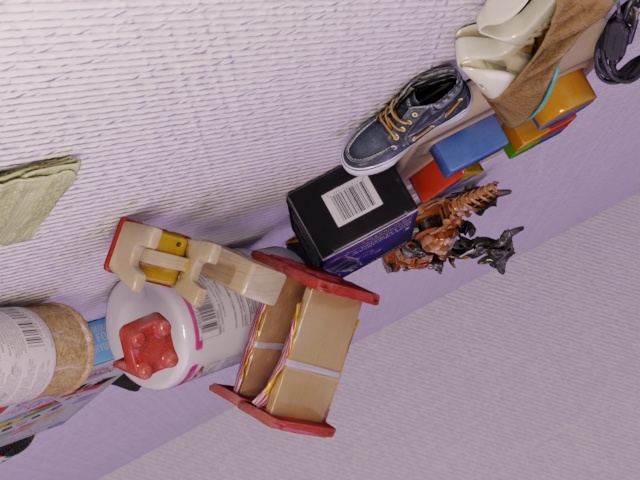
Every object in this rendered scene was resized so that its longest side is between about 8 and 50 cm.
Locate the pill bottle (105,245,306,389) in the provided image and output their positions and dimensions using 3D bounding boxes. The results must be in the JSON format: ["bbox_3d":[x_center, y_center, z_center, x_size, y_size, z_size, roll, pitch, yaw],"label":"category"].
[{"bbox_3d":[-0.144,0.098,1.831,0.283,0.160,0.160,-15,162,-49],"label":"pill bottle"}]

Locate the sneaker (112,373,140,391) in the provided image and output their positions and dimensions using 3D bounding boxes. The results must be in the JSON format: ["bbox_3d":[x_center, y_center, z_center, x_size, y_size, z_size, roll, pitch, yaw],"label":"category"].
[{"bbox_3d":[-0.281,0.204,2.095,0.170,0.051,0.089,14,131,-4],"label":"sneaker"}]

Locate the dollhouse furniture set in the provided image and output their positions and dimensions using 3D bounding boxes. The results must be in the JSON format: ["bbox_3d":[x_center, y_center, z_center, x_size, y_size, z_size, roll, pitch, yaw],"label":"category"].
[{"bbox_3d":[-0.125,0.103,1.625,0.374,0.201,0.152,18,-177,-39],"label":"dollhouse furniture set"}]

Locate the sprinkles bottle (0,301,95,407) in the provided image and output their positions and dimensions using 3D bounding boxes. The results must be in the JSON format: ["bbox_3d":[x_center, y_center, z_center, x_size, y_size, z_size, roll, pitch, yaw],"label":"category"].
[{"bbox_3d":[-0.398,0.138,1.496,0.121,0.121,0.355,-33,168,20],"label":"sprinkles bottle"}]

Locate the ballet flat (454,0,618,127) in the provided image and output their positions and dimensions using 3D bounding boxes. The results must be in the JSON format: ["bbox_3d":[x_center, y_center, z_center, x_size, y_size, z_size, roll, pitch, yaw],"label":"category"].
[{"bbox_3d":[0.222,-0.229,1.453,0.124,0.116,0.342,-3,160,-17],"label":"ballet flat"}]

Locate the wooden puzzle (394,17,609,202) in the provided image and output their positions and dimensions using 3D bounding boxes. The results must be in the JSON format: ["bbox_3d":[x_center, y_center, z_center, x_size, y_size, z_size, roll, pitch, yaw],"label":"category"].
[{"bbox_3d":[0.254,-0.158,1.871,0.322,0.081,0.348,-27,168,-9],"label":"wooden puzzle"}]

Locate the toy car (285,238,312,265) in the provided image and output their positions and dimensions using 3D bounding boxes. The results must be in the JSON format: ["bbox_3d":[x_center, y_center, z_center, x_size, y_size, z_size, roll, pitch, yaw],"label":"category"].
[{"bbox_3d":[0.000,0.000,2.027,0.122,0.060,0.040,-30,-158,41],"label":"toy car"}]

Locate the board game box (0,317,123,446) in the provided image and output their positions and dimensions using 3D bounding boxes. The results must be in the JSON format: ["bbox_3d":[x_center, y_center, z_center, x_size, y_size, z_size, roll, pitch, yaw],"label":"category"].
[{"bbox_3d":[-0.416,0.220,1.957,0.242,0.064,0.316,-16,163,-47],"label":"board game box"}]

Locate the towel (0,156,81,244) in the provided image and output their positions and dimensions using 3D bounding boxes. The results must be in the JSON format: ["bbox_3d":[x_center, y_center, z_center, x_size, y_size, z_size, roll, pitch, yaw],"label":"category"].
[{"bbox_3d":[-0.295,-0.030,1.248,0.110,0.027,0.148,-17,164,-42],"label":"towel"}]

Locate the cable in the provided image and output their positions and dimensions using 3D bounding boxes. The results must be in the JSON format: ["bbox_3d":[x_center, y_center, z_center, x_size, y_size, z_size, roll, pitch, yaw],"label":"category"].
[{"bbox_3d":[0.420,-0.282,1.727,0.150,0.047,0.184,-41,150,-20],"label":"cable"}]

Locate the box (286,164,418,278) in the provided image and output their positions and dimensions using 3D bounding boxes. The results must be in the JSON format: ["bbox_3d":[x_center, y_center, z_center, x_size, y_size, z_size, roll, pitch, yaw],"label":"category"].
[{"bbox_3d":[0.044,-0.030,1.857,0.153,0.108,0.207,-29,168,-4],"label":"box"}]

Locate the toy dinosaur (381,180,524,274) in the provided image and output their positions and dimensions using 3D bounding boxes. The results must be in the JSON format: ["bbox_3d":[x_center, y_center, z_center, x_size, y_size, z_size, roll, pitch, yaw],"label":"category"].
[{"bbox_3d":[0.226,-0.014,2.304,0.218,0.164,0.322,-4,180,-27],"label":"toy dinosaur"}]

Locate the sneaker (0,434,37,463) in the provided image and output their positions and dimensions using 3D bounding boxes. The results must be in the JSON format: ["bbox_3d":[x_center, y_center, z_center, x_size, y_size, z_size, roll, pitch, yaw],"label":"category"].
[{"bbox_3d":[-0.544,0.348,2.275,0.161,0.057,0.075,-34,-176,20],"label":"sneaker"}]

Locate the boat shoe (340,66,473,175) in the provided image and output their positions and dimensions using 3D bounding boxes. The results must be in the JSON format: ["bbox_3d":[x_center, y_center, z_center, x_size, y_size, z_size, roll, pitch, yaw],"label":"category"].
[{"bbox_3d":[0.097,-0.149,1.602,0.183,0.065,0.083,-32,160,5],"label":"boat shoe"}]
